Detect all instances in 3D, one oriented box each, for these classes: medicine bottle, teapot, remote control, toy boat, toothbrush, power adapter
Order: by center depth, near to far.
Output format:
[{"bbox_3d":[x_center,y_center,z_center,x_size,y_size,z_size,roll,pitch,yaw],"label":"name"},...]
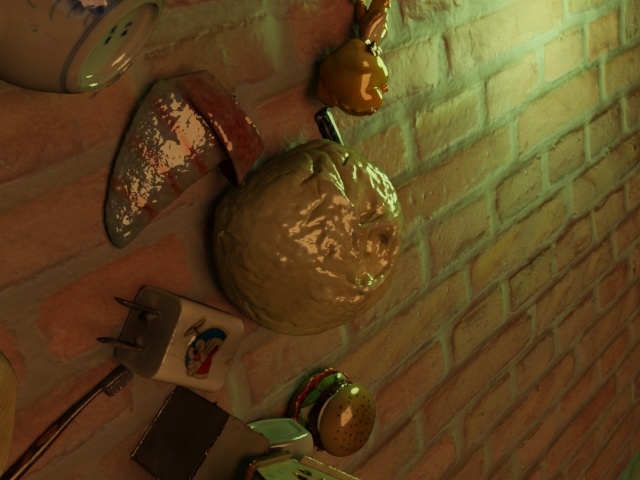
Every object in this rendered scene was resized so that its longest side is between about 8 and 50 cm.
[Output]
[{"bbox_3d":[-0.328,-0.317,0.789,0.280,0.252,0.424,43,41,-4],"label":"teapot"},{"bbox_3d":[-0.398,0.295,1.004,0.321,0.023,0.031,-42,124,-30],"label":"toothbrush"},{"bbox_3d":[-0.230,-0.116,1.045,0.282,0.096,0.206,-44,122,-13],"label":"toy boat"},{"bbox_3d":[-0.239,0.143,1.051,0.205,0.125,0.129,26,82,-46],"label":"power adapter"},{"bbox_3d":[-0.099,0.490,1.291,0.161,0.111,0.296,-4,102,-30],"label":"medicine bottle"},{"bbox_3d":[0.020,-0.203,1.306,0.039,0.014,0.096,-45,127,-28],"label":"remote control"}]

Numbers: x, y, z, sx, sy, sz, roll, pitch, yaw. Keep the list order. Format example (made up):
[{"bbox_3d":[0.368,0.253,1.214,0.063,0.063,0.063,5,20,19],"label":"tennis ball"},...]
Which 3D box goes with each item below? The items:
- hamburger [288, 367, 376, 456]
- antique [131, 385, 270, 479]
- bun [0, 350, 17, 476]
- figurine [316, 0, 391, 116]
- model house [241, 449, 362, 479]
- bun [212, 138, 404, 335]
[{"bbox_3d":[0.031,0.345,1.366,0.175,0.137,0.175,-11,107,-40],"label":"hamburger"},{"bbox_3d":[-0.188,0.346,1.136,0.146,0.152,0.148,-57,135,-18],"label":"antique"},{"bbox_3d":[-0.459,0.229,0.841,0.128,0.222,0.222,4,99,-5],"label":"bun"},{"bbox_3d":[0.073,-0.333,1.262,0.156,0.131,0.246,104,3,-64],"label":"figurine"},{"bbox_3d":[-0.033,0.458,1.115,0.326,0.244,0.169,21,93,-32],"label":"model house"},{"bbox_3d":[0.000,0.000,1.185,0.352,0.227,0.348,31,80,-43],"label":"bun"}]
